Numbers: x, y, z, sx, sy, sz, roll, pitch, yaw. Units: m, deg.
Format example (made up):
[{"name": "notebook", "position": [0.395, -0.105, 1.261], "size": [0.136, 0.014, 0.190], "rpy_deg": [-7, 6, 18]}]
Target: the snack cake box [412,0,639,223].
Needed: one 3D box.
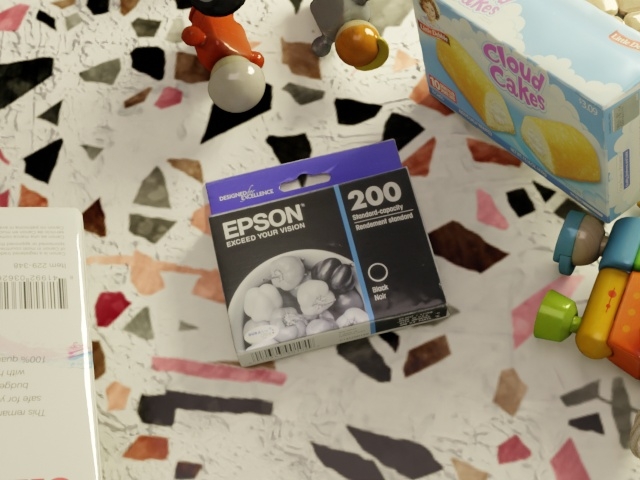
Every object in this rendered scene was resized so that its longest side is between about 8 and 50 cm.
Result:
[{"name": "snack cake box", "position": [0.204, -0.155, 1.026], "size": [0.089, 0.152, 0.264], "rpy_deg": [-36, 50, -12]}]

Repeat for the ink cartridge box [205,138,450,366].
[{"name": "ink cartridge box", "position": [0.000, 0.000, 1.067], "size": [0.206, 0.045, 0.208], "rpy_deg": [-14, 64, -2]}]

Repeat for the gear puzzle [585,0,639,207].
[{"name": "gear puzzle", "position": [0.334, -0.149, 1.118], "size": [0.175, 0.044, 0.339], "rpy_deg": [-12, 68, -4]}]

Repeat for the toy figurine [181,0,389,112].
[{"name": "toy figurine", "position": [-0.040, -0.248, 1.092], "size": [0.209, 0.213, 0.148], "rpy_deg": [-15, 53, -8]}]

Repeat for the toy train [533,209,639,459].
[{"name": "toy train", "position": [0.255, 0.089, 0.983], "size": [0.143, 0.105, 0.248], "rpy_deg": [16, 67, 22]}]

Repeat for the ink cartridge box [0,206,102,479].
[{"name": "ink cartridge box", "position": [-0.310, 0.127, 0.931], "size": [0.226, 0.131, 0.306], "rpy_deg": [1, 56, -18]}]
